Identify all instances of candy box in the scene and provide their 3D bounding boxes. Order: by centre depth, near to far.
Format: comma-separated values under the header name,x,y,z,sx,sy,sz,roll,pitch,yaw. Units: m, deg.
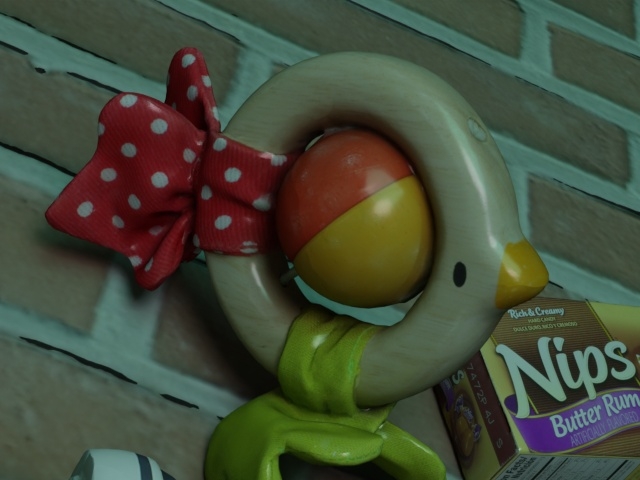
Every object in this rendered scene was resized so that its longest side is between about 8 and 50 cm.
name,x,y,z,sx,sy,sz,roll,pitch,yaw
candy box,0.157,0.089,0.745,0.187,0.053,0.109,8,45,-27

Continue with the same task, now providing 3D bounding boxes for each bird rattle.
name,x,y,z,sx,sy,sz,roll,pitch,yaw
bird rattle,0.000,0.000,0.637,0.143,0.207,0.253,7,53,-52

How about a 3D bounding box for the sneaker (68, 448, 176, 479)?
name,x,y,z,sx,sy,sz,roll,pitch,yaw
sneaker,-0.033,0.225,0.435,0.127,0.126,0.321,7,56,-21
